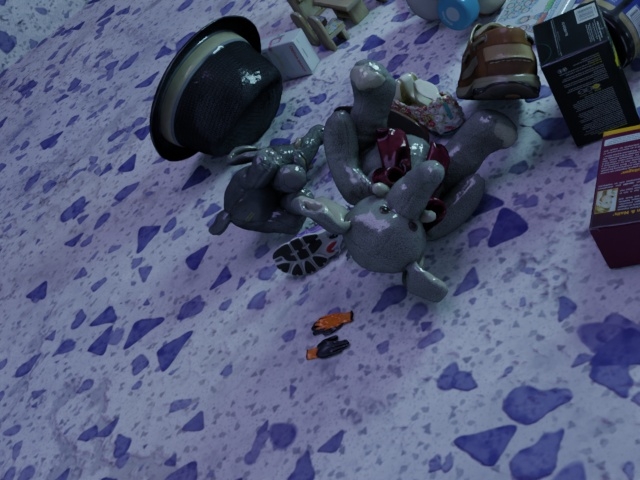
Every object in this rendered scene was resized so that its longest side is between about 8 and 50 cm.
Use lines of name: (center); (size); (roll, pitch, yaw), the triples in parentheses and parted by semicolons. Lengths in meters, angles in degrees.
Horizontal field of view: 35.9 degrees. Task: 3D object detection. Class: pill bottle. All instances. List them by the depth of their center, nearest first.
pill bottle: (0.503, -0.379, 1.554); (0.219, 0.123, 0.123); (-42, 34, -14)

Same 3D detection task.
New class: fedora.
fedora: (-0.188, -0.282, 1.994); (0.152, 0.334, 0.334); (30, 69, 22)

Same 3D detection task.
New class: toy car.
toy car: (0.228, -0.511, 1.913); (0.238, 0.210, 0.219); (-10, 30, 53)

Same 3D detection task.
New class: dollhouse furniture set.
dollhouse furniture set: (0.008, -0.562, 2.183); (0.212, 0.161, 0.242); (-45, 35, -11)

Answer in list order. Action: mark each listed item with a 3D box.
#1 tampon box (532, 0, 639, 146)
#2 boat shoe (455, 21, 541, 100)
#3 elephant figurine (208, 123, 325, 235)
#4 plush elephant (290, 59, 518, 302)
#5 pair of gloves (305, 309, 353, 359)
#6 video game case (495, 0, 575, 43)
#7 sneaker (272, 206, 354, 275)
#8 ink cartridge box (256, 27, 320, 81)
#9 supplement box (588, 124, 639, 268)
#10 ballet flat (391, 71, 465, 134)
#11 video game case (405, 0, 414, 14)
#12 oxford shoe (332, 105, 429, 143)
tampon box: (0.394, -0.246, 1.465); (0.101, 0.161, 0.120); (-20, 39, 20)
boat shoe: (0.282, -0.282, 1.550); (0.122, 0.120, 0.324); (-3, 9, 0)
elephant figurine: (-0.085, -0.114, 1.779); (0.239, 0.186, 0.169); (-92, 18, -62)
plush elephant: (0.109, -0.062, 1.428); (0.330, 0.272, 0.255); (-58, 14, 21)
pair of gloves: (0.013, 0.142, 1.485); (0.074, 0.010, 0.083); (-18, 39, 26)
video game case: (0.385, -0.410, 1.792); (0.143, 0.019, 0.157); (3, 51, 44)
sneaker: (0.000, 0.000, 1.635); (0.170, 0.068, 0.071); (-27, 19, 0)
ink cartridge box: (-0.076, -0.395, 2.126); (0.122, 0.088, 0.052); (-6, 42, 37)
supplement box: (0.423, -0.063, 1.295); (0.104, 0.081, 0.188); (-10, 42, 33)
ballet flat: (0.175, -0.256, 1.748); (0.091, 0.077, 0.241); (-34, 33, -14)
video game case: (0.263, -0.571, 2.087); (0.201, 0.023, 0.183); (-27, 35, 15)
oxford shoe: (0.120, -0.204, 1.751); (0.076, 0.076, 0.212); (-12, 27, -42)
